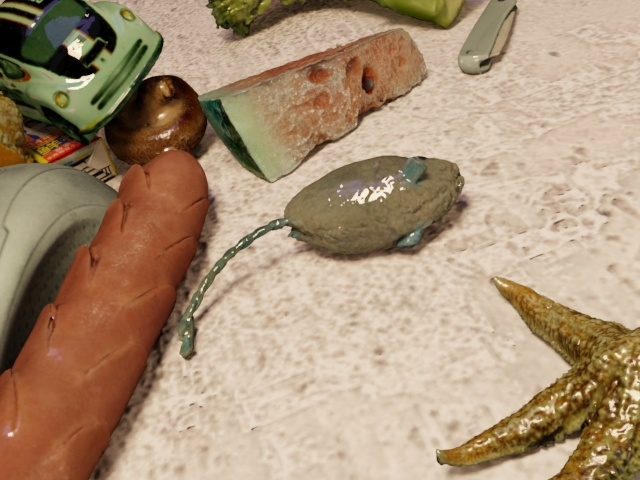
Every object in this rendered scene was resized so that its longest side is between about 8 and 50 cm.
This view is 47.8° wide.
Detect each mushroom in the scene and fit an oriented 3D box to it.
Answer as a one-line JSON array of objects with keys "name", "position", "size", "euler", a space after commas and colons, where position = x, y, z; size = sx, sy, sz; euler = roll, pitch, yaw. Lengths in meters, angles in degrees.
[{"name": "mushroom", "position": [-0.177, -0.130, 0.786], "size": [0.109, 0.085, 0.126], "euler": [-37, 43, 27]}]

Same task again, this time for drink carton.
[{"name": "drink carton", "position": [-0.305, -0.101, 0.832], "size": [0.071, 0.056, 0.165], "euler": [-31, 37, -27]}]

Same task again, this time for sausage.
[{"name": "sausage", "position": [-0.157, 0.051, 0.536], "size": [0.087, 0.088, 0.433], "euler": [-8, 38, 16]}]

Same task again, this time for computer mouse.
[{"name": "computer mouse", "position": [-0.286, 0.042, 0.584], "size": [0.188, 0.122, 0.371], "euler": [-8, 40, 17]}]

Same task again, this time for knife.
[{"name": "knife", "position": [0.190, -0.231, 0.798], "size": [0.044, 0.023, 0.162], "euler": [1, 40, 30]}]

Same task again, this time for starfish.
[{"name": "starfish", "position": [0.164, 0.071, 0.398], "size": [0.223, 0.050, 0.217], "euler": [-27, 28, -19]}]

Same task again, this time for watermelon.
[{"name": "watermelon", "position": [-0.003, -0.159, 0.757], "size": [0.241, 0.094, 0.154], "euler": [-26, 26, -12]}]

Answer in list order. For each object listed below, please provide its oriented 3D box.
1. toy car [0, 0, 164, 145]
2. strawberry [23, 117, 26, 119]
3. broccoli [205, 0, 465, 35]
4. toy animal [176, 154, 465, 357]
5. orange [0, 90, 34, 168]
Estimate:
[{"name": "toy car", "position": [-0.301, -0.206, 0.784], "size": [0.305, 0.125, 0.136], "euler": [21, 72, 41]}, {"name": "strawberry", "position": [-0.478, -0.243, 1.008], "size": [0.205, 0.205, 0.244], "euler": [-21, 12, -3]}, {"name": "broccoli", "position": [0.000, -0.382, 0.973], "size": [0.353, 0.275, 0.397], "euler": [-28, 53, 19]}, {"name": "toy animal", "position": [-0.007, -0.005, 0.556], "size": [0.252, 0.070, 0.079], "euler": [-26, 19, -4]}, {"name": "orange", "position": [-0.373, -0.094, 0.742], "size": [0.156, 0.134, 0.157], "euler": [1, 78, -3]}]
